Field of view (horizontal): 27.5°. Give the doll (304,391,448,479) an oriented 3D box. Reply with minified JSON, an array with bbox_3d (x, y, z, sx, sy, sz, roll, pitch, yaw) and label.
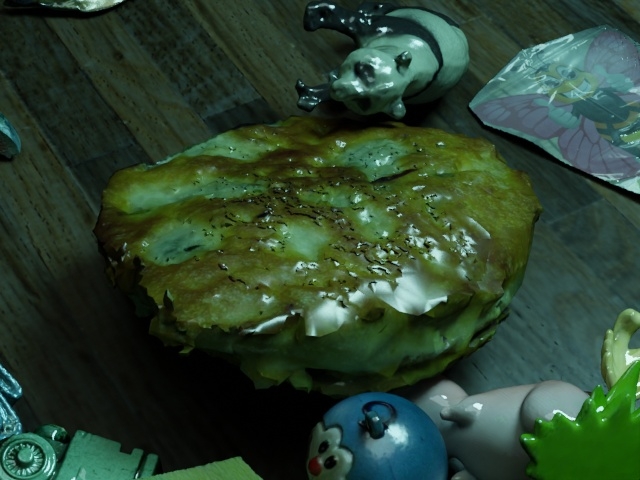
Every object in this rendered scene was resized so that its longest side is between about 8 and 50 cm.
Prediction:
[{"bbox_3d":[0.036,0.150,0.810,0.085,0.152,0.114,-19,53,-11],"label":"doll"}]

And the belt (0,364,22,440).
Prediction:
[{"bbox_3d":[-0.274,0.075,0.878,0.179,0.065,0.100,52,40,7],"label":"belt"}]

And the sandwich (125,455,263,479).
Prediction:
[{"bbox_3d":[-0.056,0.179,0.713,0.063,0.245,0.212,-46,20,6],"label":"sandwich"}]

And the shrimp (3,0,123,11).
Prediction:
[{"bbox_3d":[-0.262,-0.278,1.264,0.217,0.051,0.150,9,54,-1],"label":"shrimp"}]

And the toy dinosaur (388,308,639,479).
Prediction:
[{"bbox_3d":[0.139,0.143,0.869,0.194,0.152,0.177,-18,21,-12],"label":"toy dinosaur"}]

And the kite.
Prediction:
[{"bbox_3d":[0.307,-0.081,1.134,0.204,0.022,0.360,-33,56,-29],"label":"kite"}]

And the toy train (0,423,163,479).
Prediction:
[{"bbox_3d":[-0.173,0.194,0.816,0.111,0.071,0.170,17,50,0],"label":"toy train"}]

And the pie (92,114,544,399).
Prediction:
[{"bbox_3d":[0.000,0.000,0.941,0.354,0.103,0.288,-25,38,-38],"label":"pie"}]

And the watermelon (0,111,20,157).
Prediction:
[{"bbox_3d":[-0.292,-0.088,1.093,0.085,0.085,0.061,43,98,30],"label":"watermelon"}]

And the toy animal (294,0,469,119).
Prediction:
[{"bbox_3d":[0.054,-0.149,1.097,0.121,0.094,0.225,11,13,18],"label":"toy animal"}]
